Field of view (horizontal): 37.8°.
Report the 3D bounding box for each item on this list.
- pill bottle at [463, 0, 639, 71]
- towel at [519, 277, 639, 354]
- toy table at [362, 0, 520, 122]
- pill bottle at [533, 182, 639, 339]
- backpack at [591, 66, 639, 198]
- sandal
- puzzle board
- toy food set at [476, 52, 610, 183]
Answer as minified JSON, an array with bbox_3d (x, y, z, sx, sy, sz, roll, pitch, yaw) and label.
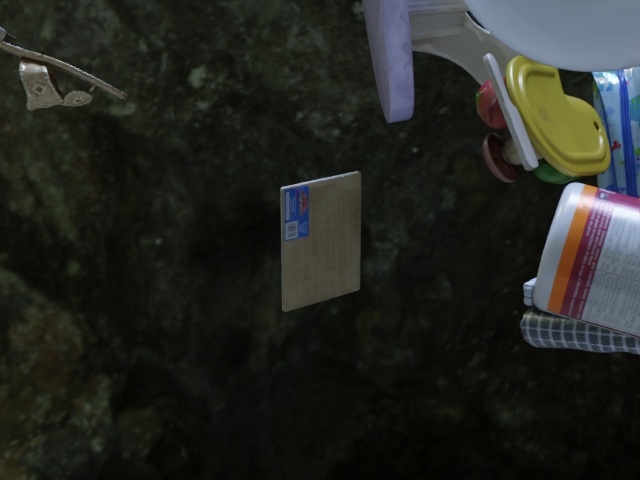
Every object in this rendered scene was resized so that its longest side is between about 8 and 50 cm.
[{"bbox_3d":[0.117,-0.125,0.359,0.103,0.184,0.103,7,-72,22],"label":"pill bottle"},{"bbox_3d":[0.467,0.117,1.424,0.235,0.284,0.121,1,-92,38],"label":"towel"},{"bbox_3d":[0.130,-0.272,1.002,0.161,0.252,0.274,-9,-57,-1],"label":"toy table"},{"bbox_3d":[0.307,0.033,0.811,0.221,0.121,0.121,16,-64,16],"label":"pill bottle"},{"bbox_3d":[0.455,-0.081,1.145,0.273,0.290,0.355,11,-84,32],"label":"backpack"},{"bbox_3d":[-0.380,-0.214,1.243,0.240,0.088,0.079,27,-90,-3],"label":"sandal"},{"bbox_3d":[0.000,0.000,0.928,0.011,0.096,0.128,24,-60,50],"label":"puzzle board"},{"bbox_3d":[0.198,-0.107,0.898,0.071,0.218,0.128,-30,-105,36],"label":"toy food set"}]
